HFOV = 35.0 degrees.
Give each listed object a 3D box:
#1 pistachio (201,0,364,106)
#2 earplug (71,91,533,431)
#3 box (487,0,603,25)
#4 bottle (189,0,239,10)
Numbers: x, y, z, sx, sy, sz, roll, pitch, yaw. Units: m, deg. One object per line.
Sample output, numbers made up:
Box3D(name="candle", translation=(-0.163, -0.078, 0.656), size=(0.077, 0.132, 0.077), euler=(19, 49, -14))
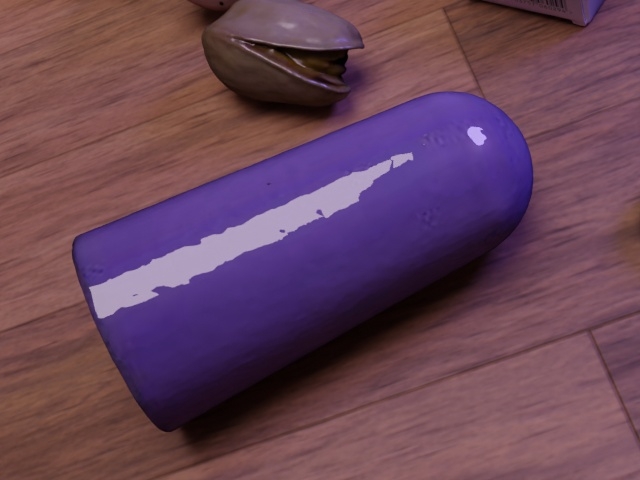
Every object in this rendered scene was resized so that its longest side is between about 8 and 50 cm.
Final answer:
Box3D(name="pistachio", translation=(-0.047, -0.230, 1.234), size=(0.206, 0.131, 0.130), euler=(17, 106, 29))
Box3D(name="earplug", translation=(0.000, 0.000, 1.017), size=(0.455, 0.215, 0.215), euler=(-25, 51, -3))
Box3D(name="box", translation=(0.314, -0.439, 1.236), size=(0.173, 0.145, 0.333), euler=(22, 67, 30))
Box3D(name="bottle", translation=(-0.090, -0.459, 1.389), size=(0.206, 0.173, 0.297), euler=(13, 48, 7))
